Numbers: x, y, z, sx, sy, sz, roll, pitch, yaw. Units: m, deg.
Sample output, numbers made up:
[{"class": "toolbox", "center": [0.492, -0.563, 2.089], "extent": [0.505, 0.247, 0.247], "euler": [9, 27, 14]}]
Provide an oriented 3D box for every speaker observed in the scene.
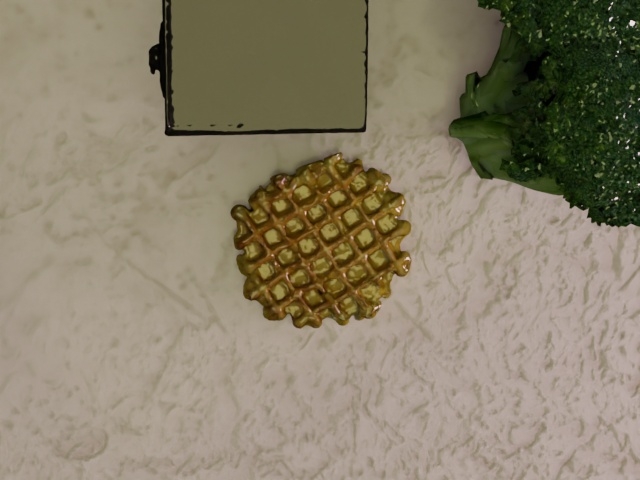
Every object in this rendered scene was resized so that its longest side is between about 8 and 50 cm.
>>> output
[{"class": "speaker", "center": [-0.056, -0.214, 1.059], "extent": [0.184, 0.254, 0.232], "euler": [0, 98, -4]}]

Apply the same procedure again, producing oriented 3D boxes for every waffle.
[{"class": "waffle", "center": [0.003, 0.004, 1.201], "extent": [0.191, 0.038, 0.191], "euler": [0, 98, -3]}]

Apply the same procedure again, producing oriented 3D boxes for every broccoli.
[{"class": "broccoli", "center": [0.247, -0.151, 1.099], "extent": [0.275, 0.308, 0.308], "euler": [-14, 101, 37]}]
